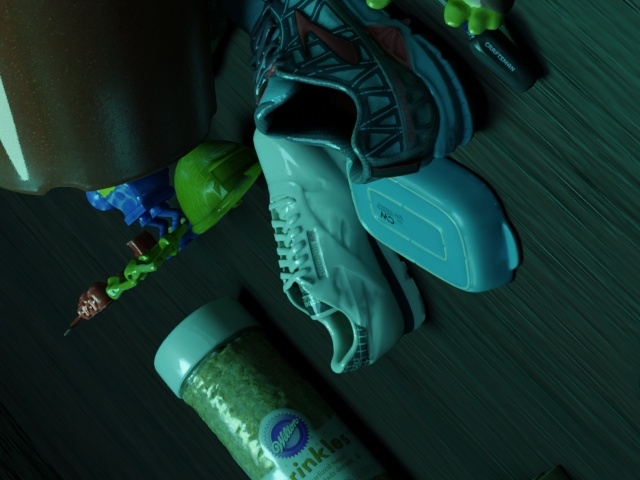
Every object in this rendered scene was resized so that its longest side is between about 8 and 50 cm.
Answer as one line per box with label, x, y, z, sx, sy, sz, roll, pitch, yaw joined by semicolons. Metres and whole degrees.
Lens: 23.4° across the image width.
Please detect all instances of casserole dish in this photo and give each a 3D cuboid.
casserole dish;0.081;-0.022;1.232;0.188;0.037;0.114;34;148;43

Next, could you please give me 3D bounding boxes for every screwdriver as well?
screwdriver;0.081;-0.161;1.015;0.170;0.024;0.025;46;135;-11

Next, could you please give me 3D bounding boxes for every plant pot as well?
plant pot;-0.199;-0.194;1.173;0.272;0.272;0.265;29;138;46

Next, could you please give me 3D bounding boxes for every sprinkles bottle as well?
sprinkles bottle;-0.026;0.223;1.663;0.355;0.121;0.121;47;156;18

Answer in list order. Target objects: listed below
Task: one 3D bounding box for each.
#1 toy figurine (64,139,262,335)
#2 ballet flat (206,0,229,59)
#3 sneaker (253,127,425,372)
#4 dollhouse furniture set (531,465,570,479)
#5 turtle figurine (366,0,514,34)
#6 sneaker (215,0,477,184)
toy figurine;-0.214;-0.067;1.525;0.217;0.191;0.362;52;157;-3
ballet flat;-0.123;-0.190;1.392;0.084;0.058;0.250;34;163;-5
sneaker;0.000;0.000;1.346;0.235;0.095;0.090;59;158;-6
dollhouse furniture set;0.183;0.354;1.378;0.242;0.161;0.212;53;157;6
turtle figurine;0.056;-0.213;0.894;0.270;0.087;0.217;6;157;4
sneaker;-0.011;-0.136;1.143;0.262;0.125;0.104;39;152;33
